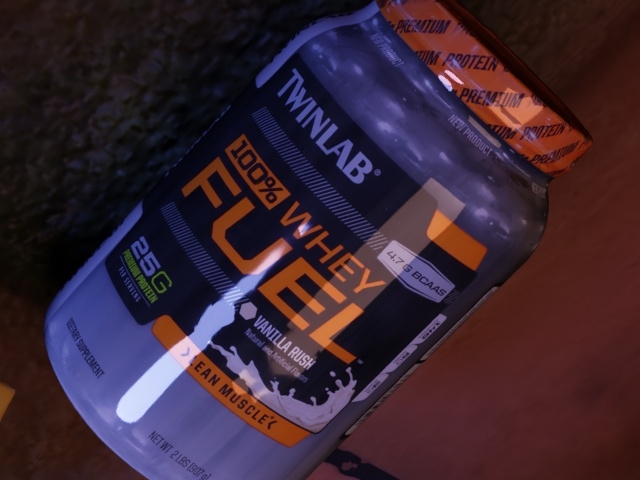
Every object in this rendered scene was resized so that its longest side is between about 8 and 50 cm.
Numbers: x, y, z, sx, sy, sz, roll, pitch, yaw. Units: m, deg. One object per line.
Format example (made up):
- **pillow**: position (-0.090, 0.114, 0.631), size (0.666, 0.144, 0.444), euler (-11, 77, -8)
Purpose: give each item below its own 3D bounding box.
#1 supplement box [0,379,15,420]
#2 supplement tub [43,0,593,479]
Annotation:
- **supplement box**: position (-0.209, 0.051, 0.537), size (0.188, 0.081, 0.104), euler (34, 77, -42)
- **supplement tub**: position (0.000, 0.000, 0.606), size (0.190, 0.117, 0.117), euler (-47, 133, 13)
